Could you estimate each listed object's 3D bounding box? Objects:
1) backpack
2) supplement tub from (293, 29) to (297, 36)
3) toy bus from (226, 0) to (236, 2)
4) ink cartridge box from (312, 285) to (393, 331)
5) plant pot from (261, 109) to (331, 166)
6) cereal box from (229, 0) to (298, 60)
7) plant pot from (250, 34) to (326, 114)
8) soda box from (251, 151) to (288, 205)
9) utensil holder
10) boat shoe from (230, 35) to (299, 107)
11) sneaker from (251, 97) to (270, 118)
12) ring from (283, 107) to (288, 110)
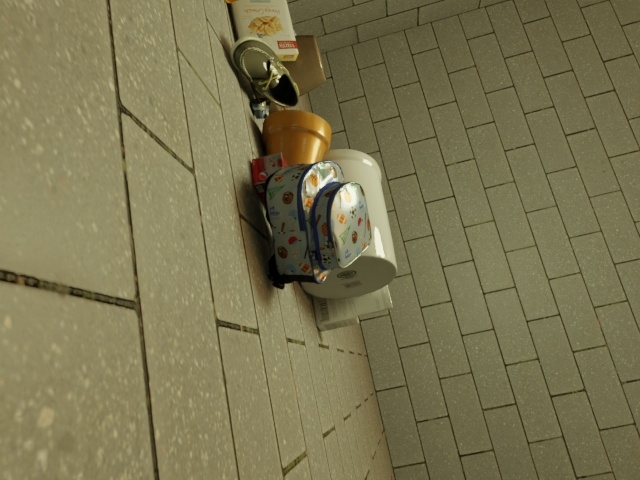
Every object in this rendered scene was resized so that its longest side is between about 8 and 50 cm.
[{"bbox_3d":[-0.011,-0.053,1.155,0.276,0.213,0.263,-41,117,-58],"label":"backpack"},{"bbox_3d":[-0.149,-0.848,2.240,0.199,0.145,0.144,63,15,-63],"label":"supplement tub"},{"bbox_3d":[-0.255,-0.781,1.298,0.211,0.150,0.220,61,-1,18],"label":"toy bus"},{"bbox_3d":[0.097,0.145,1.713,0.066,0.261,0.296,65,13,-57],"label":"ink cartridge box"},{"bbox_3d":[-0.077,-0.247,1.448,0.205,0.205,0.187,60,34,-69],"label":"plant pot"},{"bbox_3d":[-0.174,-0.656,1.488,0.047,0.173,0.240,143,-65,-68],"label":"cereal box"},{"bbox_3d":[-0.107,-0.564,1.622,0.263,0.230,0.262,-13,90,-83],"label":"plant pot"},{"bbox_3d":[-0.104,-0.116,1.333,0.263,0.084,0.092,67,12,-58],"label":"soda box"},{"bbox_3d":[0.065,-0.046,1.604,0.327,0.328,0.385,66,14,-58],"label":"utensil holder"},{"bbox_3d":[-0.145,-0.465,1.391,0.091,0.109,0.305,53,12,18],"label":"boat shoe"},{"bbox_3d":[-0.178,-0.397,1.489,0.135,0.052,0.058,-73,159,-64],"label":"sneaker"},{"bbox_3d":[-0.128,-0.519,1.926,0.336,0.032,0.336,63,5,-10],"label":"ring"}]
